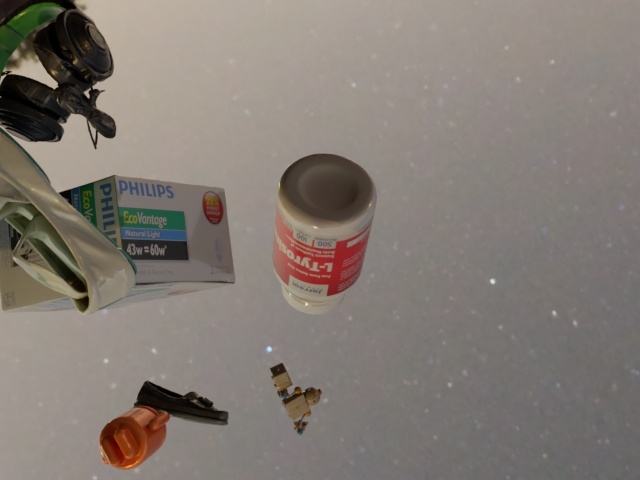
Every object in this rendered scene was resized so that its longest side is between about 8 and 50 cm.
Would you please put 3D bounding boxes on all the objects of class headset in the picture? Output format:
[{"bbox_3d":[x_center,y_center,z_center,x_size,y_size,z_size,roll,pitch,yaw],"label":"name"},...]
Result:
[{"bbox_3d":[-0.459,-0.277,1.536,0.394,0.185,0.243,39,-89,35],"label":"headset"}]

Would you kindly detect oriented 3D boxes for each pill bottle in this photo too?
[{"bbox_3d":[0.000,0.000,2.248,0.229,0.407,0.229,3,-127,-4],"label":"pill bottle"}]

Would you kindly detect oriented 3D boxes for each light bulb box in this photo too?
[{"bbox_3d":[-0.437,0.017,1.994,0.361,0.225,0.358,-12,172,31],"label":"light bulb box"}]

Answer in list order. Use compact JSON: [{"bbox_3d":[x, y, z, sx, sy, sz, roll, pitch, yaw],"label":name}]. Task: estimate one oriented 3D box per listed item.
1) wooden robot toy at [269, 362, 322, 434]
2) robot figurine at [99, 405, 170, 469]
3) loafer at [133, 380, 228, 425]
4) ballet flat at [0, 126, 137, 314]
[{"bbox_3d":[-0.039,0.299,1.805,0.079,0.173,0.076,-25,-154,-9],"label":"wooden robot toy"},{"bbox_3d":[-0.449,0.470,2.226,0.219,0.128,0.158,-22,132,-77],"label":"robot figurine"},{"bbox_3d":[-0.349,0.407,2.332,0.268,0.096,0.084,5,-106,23],"label":"loafer"},{"bbox_3d":[-0.470,-0.036,1.497,0.139,0.400,0.139,-43,-171,8],"label":"ballet flat"}]
